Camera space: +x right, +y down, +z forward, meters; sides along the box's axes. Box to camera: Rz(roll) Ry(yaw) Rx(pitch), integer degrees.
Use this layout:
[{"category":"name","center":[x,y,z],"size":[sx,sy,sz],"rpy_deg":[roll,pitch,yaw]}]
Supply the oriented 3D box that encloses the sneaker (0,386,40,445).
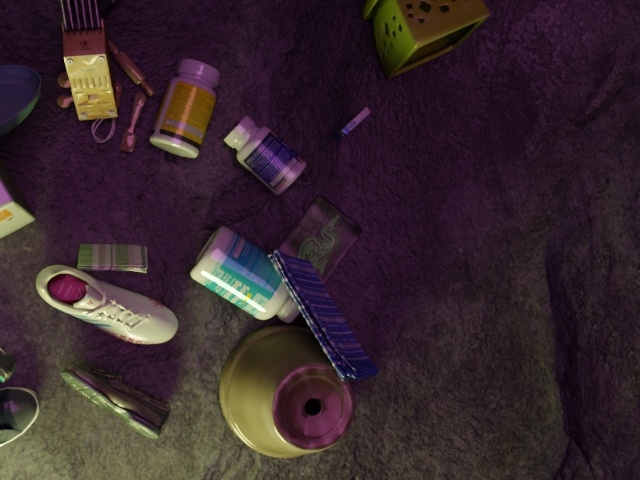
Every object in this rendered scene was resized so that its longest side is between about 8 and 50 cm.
[{"category":"sneaker","center":[-0.762,0.409,1.569],"size":[0.321,0.127,0.126],"rpy_deg":[-20,92,-17]}]

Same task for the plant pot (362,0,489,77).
[{"category":"plant pot","center":[0.246,-0.569,1.850],"size":[0.227,0.228,0.207],"rpy_deg":[-28,88,-15]}]

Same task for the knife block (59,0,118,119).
[{"category":"knife block","center":[-0.517,-0.440,1.646],"size":[0.088,0.275,0.242],"rpy_deg":[-6,55,-10]}]

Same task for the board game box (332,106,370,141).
[{"category":"board game box","center":[0.077,-0.291,1.854],"size":[0.090,0.090,0.020],"rpy_deg":[-45,98,-12]}]

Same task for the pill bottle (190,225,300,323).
[{"category":"pill bottle","center":[-0.162,0.090,1.741],"size":[0.264,0.146,0.146],"rpy_deg":[33,80,-12]}]

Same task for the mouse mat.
[{"category":"mouse mat","center":[0.000,0.000,1.865],"size":[0.153,0.007,0.189],"rpy_deg":[38,79,-12]}]

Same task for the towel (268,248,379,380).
[{"category":"towel","center":[0.017,0.170,1.689],"size":[0.040,0.243,0.336],"rpy_deg":[-36,72,12]}]

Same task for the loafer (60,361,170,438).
[{"category":"loafer","center":[-0.463,0.350,1.686],"size":[0.267,0.096,0.084],"rpy_deg":[41,58,-18]}]

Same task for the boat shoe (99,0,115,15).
[{"category":"boat shoe","center":[-0.602,-0.629,1.663],"size":[0.306,0.113,0.105],"rpy_deg":[42,83,-27]}]

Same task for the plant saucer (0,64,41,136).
[{"category":"plant saucer","center":[-0.731,-0.269,1.543],"size":[0.318,0.317,0.043],"rpy_deg":[-27,133,-15]}]

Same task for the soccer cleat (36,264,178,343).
[{"category":"soccer cleat","center":[-0.476,0.153,1.650],"size":[0.331,0.143,0.115],"rpy_deg":[24,82,-14]}]

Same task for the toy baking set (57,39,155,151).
[{"category":"toy baking set","center":[-0.493,-0.338,1.726],"size":[0.256,0.030,0.197],"rpy_deg":[45,81,-7]}]

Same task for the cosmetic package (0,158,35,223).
[{"category":"cosmetic package","center":[-0.711,-0.068,1.429],"size":[0.230,0.453,0.161],"rpy_deg":[-31,97,-15]}]

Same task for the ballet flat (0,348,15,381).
[{"category":"ballet flat","center":[-0.759,0.237,1.610],"size":[0.203,0.074,0.074],"rpy_deg":[28,81,-7]}]

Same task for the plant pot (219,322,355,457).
[{"category":"plant pot","center":[-0.052,0.357,1.696],"size":[0.324,0.280,0.322],"rpy_deg":[1,87,-17]}]

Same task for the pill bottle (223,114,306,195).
[{"category":"pill bottle","center":[-0.136,-0.208,1.778],"size":[0.187,0.112,0.112],"rpy_deg":[42,78,-11]}]

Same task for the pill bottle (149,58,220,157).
[{"category":"pill bottle","center":[-0.312,-0.309,1.727],"size":[0.119,0.119,0.208],"rpy_deg":[19,83,-15]}]

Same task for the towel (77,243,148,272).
[{"category":"towel","center":[-0.471,0.040,1.680],"size":[0.152,0.113,0.023],"rpy_deg":[2,115,-15]}]
